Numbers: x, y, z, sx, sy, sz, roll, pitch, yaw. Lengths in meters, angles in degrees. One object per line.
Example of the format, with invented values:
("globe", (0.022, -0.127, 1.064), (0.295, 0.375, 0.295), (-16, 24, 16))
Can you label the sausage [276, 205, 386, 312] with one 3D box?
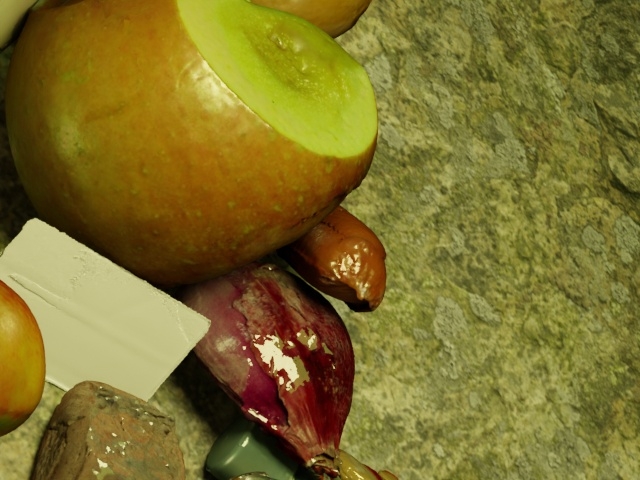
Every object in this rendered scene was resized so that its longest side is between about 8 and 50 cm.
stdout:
("sausage", (0.000, 0.000, 1.821), (0.102, 0.102, 0.330), (37, 2, -21))

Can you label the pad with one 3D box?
("pad", (-0.246, 0.085, 1.613), (0.232, 0.156, 0.004), (33, 19, -25))

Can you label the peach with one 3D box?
("peach", (-0.359, 0.100, 1.463), (0.197, 0.197, 0.197), (24, 50, -32))

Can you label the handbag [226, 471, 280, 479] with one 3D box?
("handbag", (-0.083, 0.338, 1.603), (0.179, 0.116, 0.205), (52, 53, -4))

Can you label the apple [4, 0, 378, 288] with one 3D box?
("apple", (-0.142, -0.143, 1.676), (0.384, 0.374, 0.374), (-24, 81, -12))

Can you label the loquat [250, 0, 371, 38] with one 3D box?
("loquat", (-0.048, -0.373, 2.024), (0.263, 0.263, 0.263), (24, 50, -32))

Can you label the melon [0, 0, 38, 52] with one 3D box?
("melon", (-0.412, -0.273, 1.622), (0.223, 0.223, 0.317), (52, 41, -5))

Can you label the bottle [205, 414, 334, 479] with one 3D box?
("bottle", (0.000, 0.307, 1.753), (0.286, 0.082, 0.082), (41, 43, -17))

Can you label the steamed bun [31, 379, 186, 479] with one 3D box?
("steamed bun", (-0.206, 0.232, 1.583), (0.145, 0.106, 0.175), (28, 46, -29))

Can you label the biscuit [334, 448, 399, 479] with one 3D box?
("biscuit", (0.100, 0.315, 1.825), (0.234, 0.030, 0.153), (38, 10, -41))

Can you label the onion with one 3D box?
("onion", (-0.029, 0.130, 1.744), (0.227, 0.120, 0.283), (12, 37, -51))
